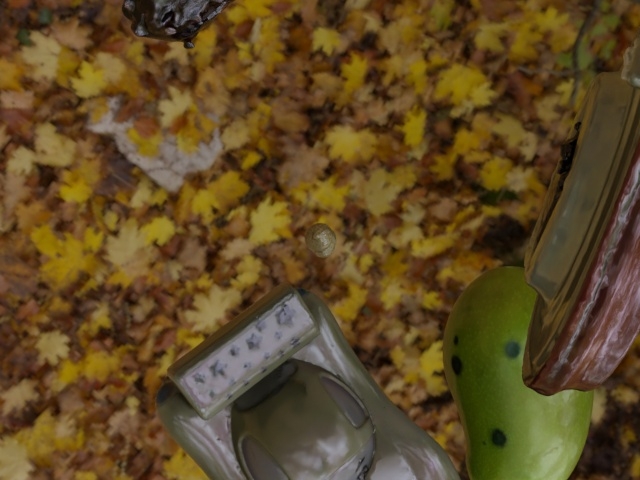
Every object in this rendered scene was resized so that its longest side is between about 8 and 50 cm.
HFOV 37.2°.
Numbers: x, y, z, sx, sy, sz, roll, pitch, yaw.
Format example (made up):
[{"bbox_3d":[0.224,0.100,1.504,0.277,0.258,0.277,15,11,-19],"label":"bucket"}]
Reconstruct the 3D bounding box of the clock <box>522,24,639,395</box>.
[{"bbox_3d":[0.210,-0.036,0.720,0.318,0.080,0.318,18,90,-84],"label":"clock"}]

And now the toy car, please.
[{"bbox_3d":[-0.009,0.232,1.064,0.242,0.336,0.226,-36,175,-14],"label":"toy car"}]

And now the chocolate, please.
[{"bbox_3d":[-0.117,-0.224,0.767,0.156,0.156,0.133,7,120,-56],"label":"chocolate"}]

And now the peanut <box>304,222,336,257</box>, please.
[{"bbox_3d":[0.000,0.000,1.125,0.037,0.037,0.083,-56,174,-4],"label":"peanut"}]

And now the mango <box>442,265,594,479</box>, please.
[{"bbox_3d":[0.231,0.174,1.118,0.143,0.175,0.293,-12,102,-60],"label":"mango"}]
